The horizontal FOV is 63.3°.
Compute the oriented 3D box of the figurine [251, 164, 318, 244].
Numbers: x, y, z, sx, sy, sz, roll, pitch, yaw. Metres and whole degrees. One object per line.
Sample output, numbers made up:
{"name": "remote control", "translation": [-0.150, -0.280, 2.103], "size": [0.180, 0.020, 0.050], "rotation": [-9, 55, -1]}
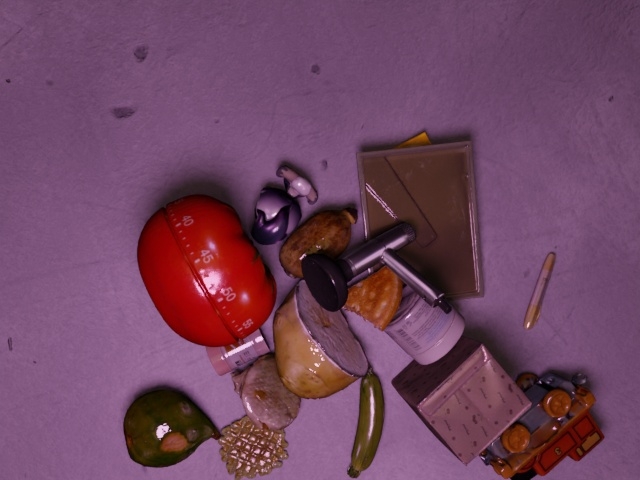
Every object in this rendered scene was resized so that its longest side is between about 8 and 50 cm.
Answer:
{"name": "figurine", "translation": [-0.103, -0.081, 1.419], "size": [0.145, 0.145, 0.222], "rotation": [36, 83, -1]}

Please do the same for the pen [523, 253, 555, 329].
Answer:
{"name": "pen", "translation": [0.637, 0.148, 1.500], "size": [0.040, 0.032, 0.233], "rotation": [25, 84, -25]}

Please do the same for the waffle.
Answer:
{"name": "waffle", "translation": [-0.183, 0.561, 1.413], "size": [0.184, 0.036, 0.169], "rotation": [-23, 89, -5]}

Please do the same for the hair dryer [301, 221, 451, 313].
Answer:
{"name": "hair dryer", "translation": [0.156, 0.082, 1.274], "size": [0.320, 0.284, 0.155], "rotation": [-23, 125, -19]}

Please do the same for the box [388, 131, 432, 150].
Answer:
{"name": "box", "translation": [0.295, -0.159, 1.493], "size": [0.152, 0.043, 0.269], "rotation": [-28, 87, -2]}

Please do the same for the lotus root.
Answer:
{"name": "lotus root", "translation": [0.000, 0.000, 1.412], "size": [0.260, 0.145, 0.128], "rotation": [-42, 124, -4]}

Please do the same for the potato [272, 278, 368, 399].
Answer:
{"name": "potato", "translation": [-0.039, 0.271, 1.358], "size": [0.196, 0.246, 0.299], "rotation": [-37, 70, 19]}

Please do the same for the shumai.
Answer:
{"name": "shumai", "translation": [-0.153, 0.412, 1.385], "size": [0.201, 0.120, 0.201], "rotation": [23, 52, -33]}

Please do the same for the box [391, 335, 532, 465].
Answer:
{"name": "box", "translation": [0.343, 0.386, 1.328], "size": [0.225, 0.297, 0.190], "rotation": [-41, 89, -6]}

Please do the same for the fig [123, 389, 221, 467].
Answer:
{"name": "fig", "translation": [-0.383, 0.491, 1.352], "size": [0.245, 0.195, 0.195], "rotation": [12, 84, -35]}

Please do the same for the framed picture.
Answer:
{"name": "framed picture", "translation": [0.279, -0.041, 1.451], "size": [0.326, 0.028, 0.445], "rotation": [-6, 96, -2]}

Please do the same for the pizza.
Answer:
{"name": "pizza", "translation": [0.137, 0.153, 1.406], "size": [0.053, 0.193, 0.201], "rotation": [47, 55, -40]}

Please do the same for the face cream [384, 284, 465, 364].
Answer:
{"name": "face cream", "translation": [0.266, 0.213, 1.374], "size": [0.153, 0.177, 0.177], "rotation": [43, 84, -7]}

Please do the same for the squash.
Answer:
{"name": "squash", "translation": [0.133, 0.499, 1.422], "size": [0.071, 0.080, 0.318], "rotation": [11, 85, -41]}

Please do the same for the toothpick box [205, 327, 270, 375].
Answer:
{"name": "toothpick box", "translation": [-0.221, 0.288, 1.399], "size": [0.149, 0.098, 0.098], "rotation": [-26, 88, -6]}

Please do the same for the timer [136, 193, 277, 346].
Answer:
{"name": "timer", "translation": [-0.278, 0.075, 1.271], "size": [0.279, 0.378, 0.377], "rotation": [-28, 88, -8]}

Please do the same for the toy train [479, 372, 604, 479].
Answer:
{"name": "toy train", "translation": [0.603, 0.509, 1.411], "size": [0.369, 0.163, 0.231], "rotation": [-38, 97, -6]}
